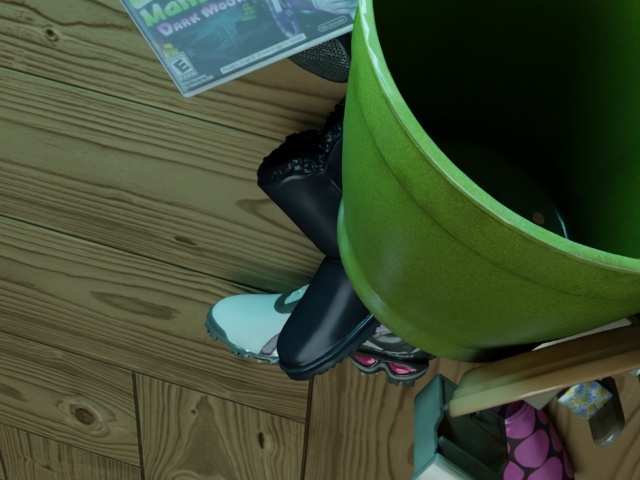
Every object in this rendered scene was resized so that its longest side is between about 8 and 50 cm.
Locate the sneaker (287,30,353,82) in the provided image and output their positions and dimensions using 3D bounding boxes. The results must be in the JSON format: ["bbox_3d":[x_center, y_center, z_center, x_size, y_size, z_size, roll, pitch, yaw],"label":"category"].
[{"bbox_3d":[-0.062,-0.194,1.093,0.227,0.130,0.087,38,139,-19],"label":"sneaker"}]

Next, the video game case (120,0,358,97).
[{"bbox_3d":[-0.069,-0.214,0.975,0.190,0.022,0.173,-19,126,19],"label":"video game case"}]

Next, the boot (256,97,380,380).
[{"bbox_3d":[0.000,0.000,1.243,0.246,0.094,0.207,-40,115,9],"label":"boot"}]

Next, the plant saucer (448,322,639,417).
[{"bbox_3d":[0.202,0.108,1.044,0.200,0.037,0.200,-14,170,-2],"label":"plant saucer"}]

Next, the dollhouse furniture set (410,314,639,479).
[{"bbox_3d":[0.209,0.153,1.255,0.212,0.161,0.242,35,114,-13],"label":"dollhouse furniture set"}]

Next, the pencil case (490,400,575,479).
[{"bbox_3d":[0.234,0.251,1.464,0.098,0.095,0.209,7,136,39],"label":"pencil case"}]

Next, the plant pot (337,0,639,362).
[{"bbox_3d":[0.166,-0.071,0.989,0.366,0.366,0.353,25,152,-2],"label":"plant pot"}]

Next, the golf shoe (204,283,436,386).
[{"bbox_3d":[0.002,0.079,1.397,0.273,0.105,0.120,6,120,12],"label":"golf shoe"}]
